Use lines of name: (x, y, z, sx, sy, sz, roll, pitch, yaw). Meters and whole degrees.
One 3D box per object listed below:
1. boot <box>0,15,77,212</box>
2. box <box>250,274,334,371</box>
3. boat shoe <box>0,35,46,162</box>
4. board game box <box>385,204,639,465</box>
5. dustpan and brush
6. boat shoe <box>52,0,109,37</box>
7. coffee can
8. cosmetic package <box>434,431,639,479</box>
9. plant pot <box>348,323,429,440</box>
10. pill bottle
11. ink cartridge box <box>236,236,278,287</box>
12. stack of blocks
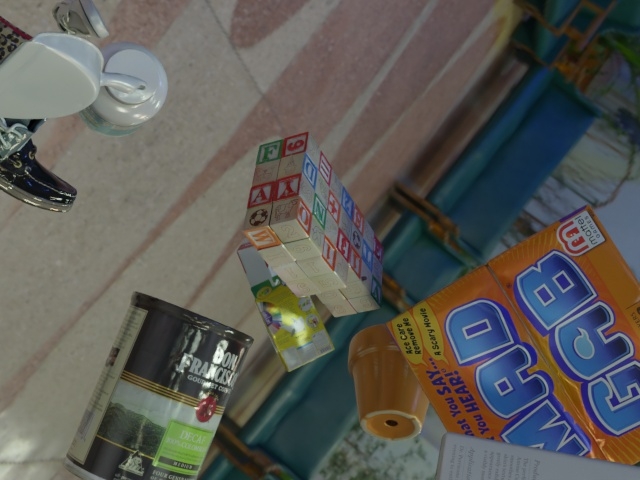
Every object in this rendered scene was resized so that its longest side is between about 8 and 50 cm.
boot: (-0.599, -0.250, 1.750, 0.284, 0.377, 0.138, -53, -151, 4)
box: (-0.058, 0.153, 1.690, 0.105, 0.179, 0.043, -24, -179, -10)
boat shoe: (-0.456, -0.181, 1.228, 0.116, 0.099, 0.319, 53, 56, -30)
board game box: (0.350, 0.202, 1.435, 0.356, 0.357, 0.356, -30, 172, 2)
dustpan and brush: (-0.274, -0.178, 0.964, 0.147, 0.060, 0.211, -28, 155, 34)
boat shoe: (-0.544, -0.494, 1.932, 0.088, 0.267, 0.096, -32, 126, -11)
coffee can: (-0.245, 0.241, 1.326, 0.201, 0.201, 0.276, 57, 53, -75)
cosmetic package: (0.214, 0.251, 0.774, 0.085, 0.231, 0.117, 74, 27, -70)
plant pot: (0.153, 0.311, 1.838, 0.205, 0.205, 0.188, 110, -8, -49)
pill bottle: (-0.358, -0.271, 1.558, 0.146, 0.146, 0.264, -48, -166, -15)
ink cartridge box: (-0.121, 0.033, 1.841, 0.056, 0.099, 0.135, -15, -161, 16)
stack of blocks: (0.000, 0.000, 1.343, 0.297, 0.087, 0.171, 53, 33, -44)
